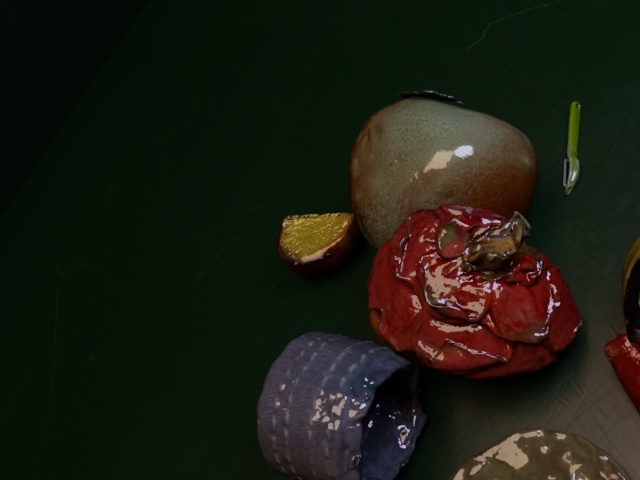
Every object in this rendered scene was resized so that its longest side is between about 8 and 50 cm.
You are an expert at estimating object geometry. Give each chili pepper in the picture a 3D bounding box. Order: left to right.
[{"bbox_3d":[0.406,0.166,0.718,0.070,0.073,0.123,-33,52,22],"label":"chili pepper"}]

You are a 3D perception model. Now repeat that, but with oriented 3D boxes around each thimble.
[{"bbox_3d":[0.037,0.243,0.824,0.172,0.236,0.205,6,93,32],"label":"thimble"}]

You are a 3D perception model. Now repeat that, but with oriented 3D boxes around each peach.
[{"bbox_3d":[0.002,0.002,1.110,0.172,0.092,0.127,-23,54,7],"label":"peach"}]

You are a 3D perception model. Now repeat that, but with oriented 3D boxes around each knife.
[{"bbox_3d":[0.420,-0.157,0.961,0.026,0.022,0.184,-25,45,55],"label":"knife"}]

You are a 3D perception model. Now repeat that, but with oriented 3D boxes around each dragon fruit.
[{"bbox_3d":[0.185,0.069,0.778,0.316,0.205,0.152,6,30,23],"label":"dragon fruit"}]

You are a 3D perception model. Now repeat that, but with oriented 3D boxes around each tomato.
[{"bbox_3d":[0.183,-0.104,0.943,0.303,0.239,0.304,-17,56,28],"label":"tomato"}]

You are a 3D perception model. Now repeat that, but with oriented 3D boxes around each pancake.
[{"bbox_3d":[0.275,0.373,0.693,0.294,0.049,0.294,-22,49,27],"label":"pancake"}]

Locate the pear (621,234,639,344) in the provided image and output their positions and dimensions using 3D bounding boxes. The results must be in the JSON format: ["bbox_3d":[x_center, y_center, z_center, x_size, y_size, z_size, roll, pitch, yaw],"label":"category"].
[{"bbox_3d":[0.469,0.036,0.703,0.267,0.267,0.178,-36,14,11],"label":"pear"}]
